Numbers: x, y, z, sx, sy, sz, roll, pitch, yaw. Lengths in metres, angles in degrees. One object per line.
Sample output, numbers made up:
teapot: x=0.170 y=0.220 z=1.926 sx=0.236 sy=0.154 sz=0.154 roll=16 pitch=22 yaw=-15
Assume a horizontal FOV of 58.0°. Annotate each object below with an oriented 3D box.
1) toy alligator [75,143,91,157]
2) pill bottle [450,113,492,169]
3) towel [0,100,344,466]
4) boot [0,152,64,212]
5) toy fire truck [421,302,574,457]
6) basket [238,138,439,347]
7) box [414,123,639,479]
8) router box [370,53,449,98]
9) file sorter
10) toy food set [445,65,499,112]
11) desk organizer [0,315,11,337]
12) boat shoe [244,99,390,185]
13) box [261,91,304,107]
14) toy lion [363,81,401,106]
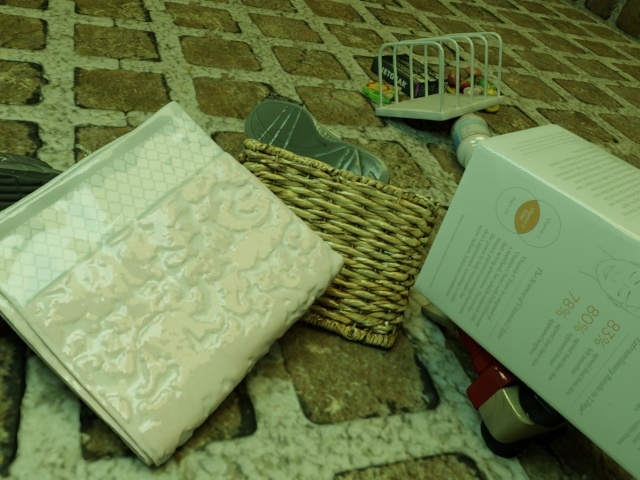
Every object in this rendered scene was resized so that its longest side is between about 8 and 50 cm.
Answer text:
toy alligator: x=-0.319 y=-0.095 z=0.917 sx=0.190 sy=0.056 sz=0.051 roll=23 pitch=78 yaw=8
pill bottle: x=0.344 y=-0.211 z=1.289 sx=0.087 sy=0.087 sz=0.160 roll=12 pitch=37 yaw=-6
towel: x=-0.177 y=0.025 z=0.670 sx=0.317 sy=0.053 sz=0.332 roll=44 pitch=59 yaw=2
boot: x=-0.351 y=-0.065 z=0.804 sx=0.338 sy=0.118 sz=0.223 roll=14 pitch=9 yaw=-39
toy fire truck: x=0.265 y=0.142 z=0.778 sx=0.217 sy=0.158 sz=0.246 roll=-6 pitch=53 yaw=-27
basket: x=0.000 y=0.000 z=0.880 sx=0.300 sy=0.222 sz=0.213 roll=18 pitch=4 yaw=1
box: x=0.306 y=0.055 z=0.617 sx=0.168 sy=0.214 sz=0.345 roll=-18 pitch=48 yaw=-39
router box: x=0.247 y=-0.461 z=1.606 sx=0.133 sy=0.046 sz=0.179 roll=-17 pitch=48 yaw=-36
file sorter: x=0.290 y=-0.401 z=1.393 sx=0.193 sy=0.172 sz=0.278 roll=15 pitch=29 yaw=42
toy food set: x=0.427 y=-0.444 z=1.633 sx=0.128 sy=0.071 sz=0.217 roll=-8 pitch=43 yaw=-30
desk organizer: x=-0.375 y=0.062 z=0.688 sx=0.047 sy=0.050 sz=0.130 roll=18 pitch=37 yaw=2
boat shoe: x=-0.006 y=-0.159 z=1.084 sx=0.321 sy=0.103 sz=0.118 roll=29 pitch=83 yaw=21
box: x=-0.086 y=-0.303 z=1.296 sx=0.083 sy=0.018 sz=0.067 roll=19 pitch=37 yaw=3
toy lion: x=0.153 y=-0.383 z=1.485 sx=0.096 sy=0.034 sz=0.100 roll=21 pitch=37 yaw=17
